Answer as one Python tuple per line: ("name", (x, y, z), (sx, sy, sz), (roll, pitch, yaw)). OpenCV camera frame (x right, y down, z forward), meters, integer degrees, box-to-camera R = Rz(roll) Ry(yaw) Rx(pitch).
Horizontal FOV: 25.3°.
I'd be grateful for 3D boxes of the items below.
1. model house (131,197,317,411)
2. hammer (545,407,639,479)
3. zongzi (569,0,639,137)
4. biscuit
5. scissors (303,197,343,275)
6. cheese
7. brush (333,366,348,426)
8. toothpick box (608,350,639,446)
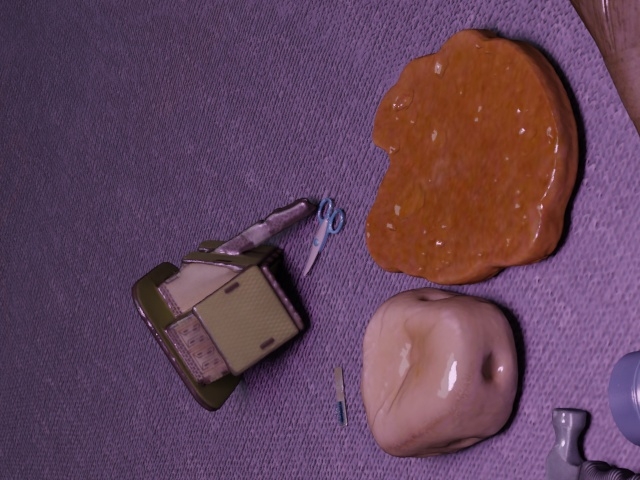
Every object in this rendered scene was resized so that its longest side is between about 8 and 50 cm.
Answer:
("model house", (-0.089, 0.078, 2.032), (0.278, 0.205, 0.218), (-30, 97, 16))
("hammer", (0.314, 0.264, 1.499), (0.226, 0.041, 0.159), (-3, 84, 62))
("zongzi", (0.279, -0.250, 1.489), (0.500, 0.218, 0.467), (32, 111, 51))
("biscuit", (0.177, -0.097, 1.745), (0.351, 0.057, 0.312), (-27, 64, 48))
("scissors", (0.000, 0.000, 2.008), (0.058, 0.014, 0.119), (45, 122, 43))
("cheese", (0.133, 0.154, 1.721), (0.235, 0.117, 0.218), (-54, 44, 30))
("brush", (0.026, 0.213, 1.946), (0.016, 0.013, 0.084), (-26, 63, 52))
("toothpick box", (0.374, 0.149, 1.404), (0.153, 0.101, 0.101), (-18, 71, 52))
